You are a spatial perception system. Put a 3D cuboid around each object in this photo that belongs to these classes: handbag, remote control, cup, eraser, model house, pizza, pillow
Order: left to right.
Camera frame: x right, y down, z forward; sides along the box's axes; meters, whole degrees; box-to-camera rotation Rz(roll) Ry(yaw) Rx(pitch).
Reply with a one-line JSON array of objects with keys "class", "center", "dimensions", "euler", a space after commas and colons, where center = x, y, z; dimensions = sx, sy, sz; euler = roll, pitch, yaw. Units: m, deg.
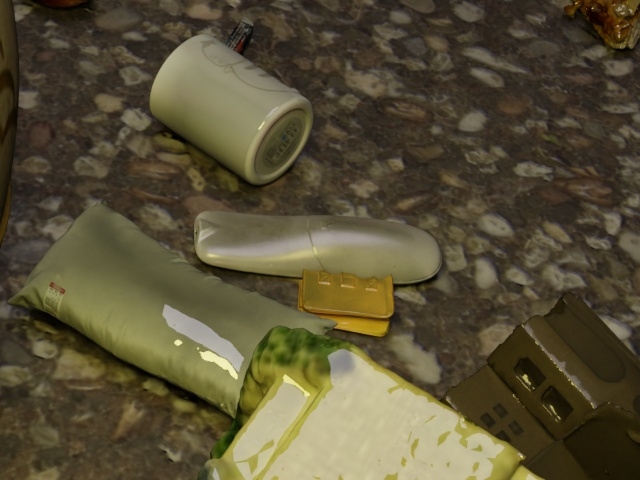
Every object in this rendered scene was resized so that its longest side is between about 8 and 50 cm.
[{"class": "pillow", "center": [-0.120, 0.058, 1.505], "dimensions": [0.254, 0.078, 0.144], "euler": [26, 41, 16]}, {"class": "eraser", "center": [-0.089, -0.199, 1.866], "dimensions": [0.019, 0.027, 0.099], "euler": [21, 38, 6]}, {"class": "cup", "center": [-0.073, -0.133, 1.733], "dimensions": [0.133, 0.099, 0.136], "euler": [34, 44, 25]}, {"class": "remote control", "center": [0.000, 0.000, 1.637], "dimensions": [0.229, 0.044, 0.073], "euler": [6, 42, -9]}, {"class": "handbag", "center": [0.022, 0.052, 1.594], "dimensions": [0.083, 0.027, 0.061], "euler": [9, 39, -5]}, {"class": "model house", "center": [0.020, 0.264, 1.190], "dimensions": [0.321, 0.261, 0.266], "euler": [34, 55, 6]}, {"class": "model house", "center": [0.212, 0.185, 1.376], "dimensions": [0.243, 0.204, 0.211], "euler": [48, 48, 13]}, {"class": "pizza", "center": [0.338, -0.289, 2.061], "dimensions": [0.154, 0.069, 0.194], "euler": [10, 38, -6]}]

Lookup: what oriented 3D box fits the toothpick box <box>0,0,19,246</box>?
[{"class": "toothpick box", "center": [-0.417, -0.056, 1.227], "dimensions": [0.409, 0.425, 0.409], "euler": [8, 18, -3]}]

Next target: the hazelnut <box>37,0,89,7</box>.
[{"class": "hazelnut", "center": [-0.271, -0.278, 1.877], "dimensions": [0.086, 0.086, 0.086], "euler": [8, 39, -7]}]
